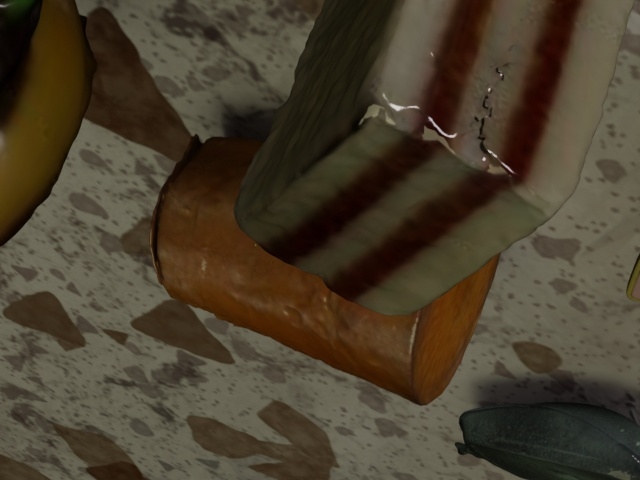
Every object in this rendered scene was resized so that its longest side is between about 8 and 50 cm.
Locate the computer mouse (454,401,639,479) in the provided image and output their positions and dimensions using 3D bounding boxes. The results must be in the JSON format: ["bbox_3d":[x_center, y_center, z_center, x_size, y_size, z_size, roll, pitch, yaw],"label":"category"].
[{"bbox_3d":[0.216,0.177,1.552,0.229,0.068,0.113,7,157,43],"label":"computer mouse"}]

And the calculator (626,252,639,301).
[{"bbox_3d":[0.313,-0.013,1.162,0.157,0.033,0.236,22,141,-12],"label":"calculator"}]

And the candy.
[{"bbox_3d":[0.081,-0.121,0.995,0.135,0.320,0.179,30,143,-13],"label":"candy"}]

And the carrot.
[{"bbox_3d":[0.000,0.000,1.350,0.254,0.196,0.196,17,146,21],"label":"carrot"}]

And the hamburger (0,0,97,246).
[{"bbox_3d":[-0.377,-0.148,1.196,0.396,0.395,0.277,8,144,25],"label":"hamburger"}]
